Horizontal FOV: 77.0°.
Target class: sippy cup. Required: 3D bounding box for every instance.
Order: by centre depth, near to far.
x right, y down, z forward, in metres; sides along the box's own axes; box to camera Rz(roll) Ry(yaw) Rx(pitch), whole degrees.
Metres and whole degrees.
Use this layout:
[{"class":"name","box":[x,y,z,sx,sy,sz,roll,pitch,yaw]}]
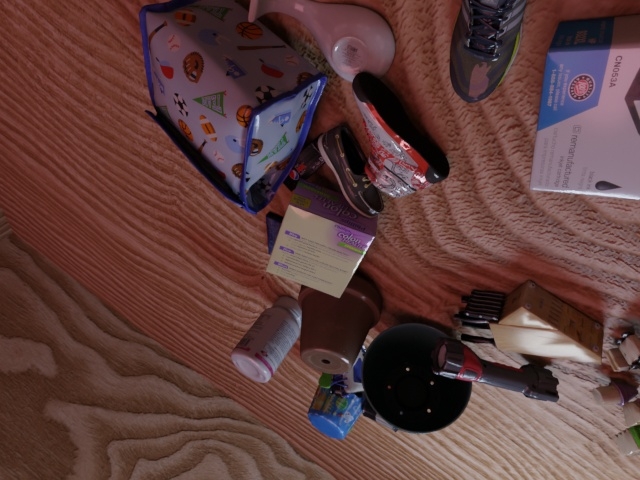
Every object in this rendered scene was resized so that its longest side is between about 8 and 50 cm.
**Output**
[{"class":"sippy cup","box":[0.069,0.640,1.589,0.305,0.224,0.240,46,140,-9]}]

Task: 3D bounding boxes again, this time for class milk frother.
[{"class":"milk frother","box":[0.240,0.615,1.507,0.134,0.129,0.143,14,142,32]}]

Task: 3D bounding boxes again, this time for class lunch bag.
[{"class":"lunch bag","box":[-0.212,-0.268,0.892,0.328,0.239,0.385,45,149,10]}]

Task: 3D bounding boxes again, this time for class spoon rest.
[{"class":"spoon rest","box":[0.009,-0.391,0.749,0.276,0.084,0.137,25,143,-4]}]

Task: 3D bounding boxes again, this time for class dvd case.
[{"class":"dvd case","box":[-0.055,0.024,1.238,0.253,0.022,0.180,23,138,19]}]

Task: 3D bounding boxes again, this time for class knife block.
[{"class":"knife block","box":[0.472,0.216,0.964,0.275,0.088,0.242,33,143,7]}]

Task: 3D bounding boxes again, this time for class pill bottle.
[{"class":"pill bottle","box":[-0.174,0.343,1.434,0.160,0.283,0.160,21,138,20]}]

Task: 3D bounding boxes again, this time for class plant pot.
[{"class":"plant pot","box":[0.271,0.422,1.182,0.293,0.293,0.235,21,153,21]},{"class":"plant pot","box":[0.038,0.257,1.184,0.263,0.229,0.263,10,140,9]}]

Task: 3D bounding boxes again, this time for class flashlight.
[{"class":"flashlight","box":[0.443,0.330,1.033,0.304,0.103,0.103,14,163,-6]}]

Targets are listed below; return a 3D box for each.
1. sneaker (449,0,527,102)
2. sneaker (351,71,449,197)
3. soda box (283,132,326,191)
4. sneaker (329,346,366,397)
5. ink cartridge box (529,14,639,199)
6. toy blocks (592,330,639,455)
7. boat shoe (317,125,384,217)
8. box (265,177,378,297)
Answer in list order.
[{"class":"sneaker","box":[0.240,-0.337,0.571,0.111,0.121,0.300,20,138,22]},{"class":"sneaker","box":[0.122,-0.193,0.811,0.270,0.090,0.145,41,142,-21]},{"class":"soda box","box":[-0.036,-0.188,0.988,0.060,0.053,0.169,47,140,-10]},{"class":"sneaker","box":[0.084,0.443,1.415,0.127,0.182,0.315,-23,112,46]},{"class":"ink cartridge box","box":[0.472,-0.175,0.545,0.307,0.129,0.223,11,134,30]},{"class":"toy blocks","box":[0.776,0.359,0.809,0.260,0.309,0.289,-10,141,5]},{"class":"boat shoe","box":[0.082,-0.151,0.910,0.068,0.081,0.228,-17,114,50]},{"class":"box","box":[0.000,0.000,1.025,0.213,0.117,0.243,20,132,-4]}]
